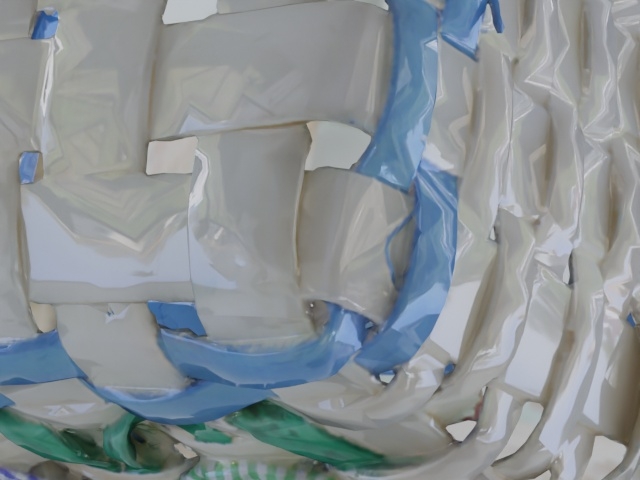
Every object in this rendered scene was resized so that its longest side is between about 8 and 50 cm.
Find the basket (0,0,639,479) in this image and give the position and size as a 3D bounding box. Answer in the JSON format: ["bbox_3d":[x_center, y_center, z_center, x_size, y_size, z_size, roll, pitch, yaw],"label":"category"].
[{"bbox_3d":[0.000,0.000,0.476,0.254,0.201,0.289,-3,167,33],"label":"basket"}]
